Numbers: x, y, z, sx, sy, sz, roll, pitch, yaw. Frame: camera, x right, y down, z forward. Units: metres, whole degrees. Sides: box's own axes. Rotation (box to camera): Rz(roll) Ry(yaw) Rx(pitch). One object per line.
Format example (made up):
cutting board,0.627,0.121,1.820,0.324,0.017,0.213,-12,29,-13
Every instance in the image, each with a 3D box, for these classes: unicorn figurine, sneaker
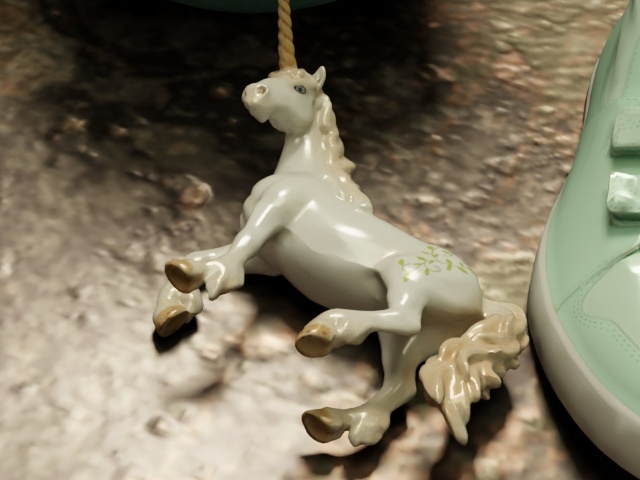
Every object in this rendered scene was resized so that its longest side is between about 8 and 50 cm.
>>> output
unicorn figurine,0.000,0.000,0.433,0.162,0.060,0.111,43,48,11
sneaker,0.134,-0.046,0.432,0.094,0.151,0.256,12,42,0

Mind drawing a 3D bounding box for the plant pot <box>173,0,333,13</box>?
plant pot,-0.037,-0.251,0.564,0.271,0.272,0.255,-3,57,-14
